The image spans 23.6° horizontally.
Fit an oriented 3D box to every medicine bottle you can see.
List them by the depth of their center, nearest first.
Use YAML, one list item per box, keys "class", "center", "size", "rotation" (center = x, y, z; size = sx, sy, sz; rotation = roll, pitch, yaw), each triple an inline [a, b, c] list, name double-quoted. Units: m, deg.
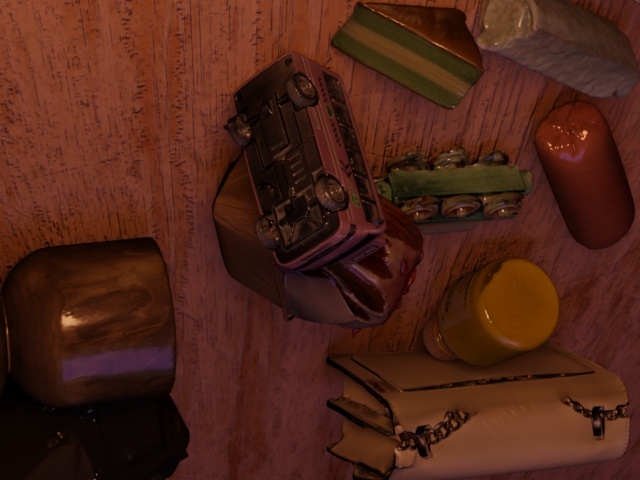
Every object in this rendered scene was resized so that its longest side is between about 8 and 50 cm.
- class: "medicine bottle"
  center: [0.206, 0.102, 1.974]
  size: [0.121, 0.122, 0.212]
  rotation: [-2, 165, -24]

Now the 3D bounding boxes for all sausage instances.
- class: "sausage"
  center: [0.302, -0.069, 1.734]
  size: [0.086, 0.086, 0.289]
  rotation: [-20, 151, 10]

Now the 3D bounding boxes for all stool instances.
- class: "stool"
  center: [-0.299, 0.095, 1.641]
  size: [0.264, 0.179, 0.179]
  rotation: [-5, 152, -17]

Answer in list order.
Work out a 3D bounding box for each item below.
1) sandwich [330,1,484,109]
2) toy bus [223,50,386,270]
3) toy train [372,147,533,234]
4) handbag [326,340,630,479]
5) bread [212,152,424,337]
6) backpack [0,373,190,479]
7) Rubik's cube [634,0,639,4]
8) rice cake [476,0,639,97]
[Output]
- class: "sandwich"
  center: [0.081, -0.172, 1.436]
  size: [0.116, 0.074, 0.074]
  rotation: [0, 149, -27]
- class: "toy bus"
  center: [-0.010, -0.069, 1.453]
  size: [0.096, 0.199, 0.108]
  rotation: [-31, 152, 31]
- class: "toy train"
  center: [0.137, -0.048, 1.706]
  size: [0.194, 0.081, 0.125]
  rotation: [-4, 161, -21]
- class: "handbag"
  center: [0.209, 0.239, 2.079]
  size: [0.358, 0.160, 0.236]
  rotation: [-3, -173, -22]
- class: "bread"
  center: [0.000, 0.000, 1.616]
  size: [0.211, 0.142, 0.224]
  rotation: [18, 155, 13]
- class: "backpack"
  center: [-0.388, 0.269, 1.777]
  size: [0.363, 0.255, 0.445]
  rotation: [-28, -179, 32]
- class: "Rubik's cube"
  center: [0.276, -0.294, 1.232]
  size: [0.233, 0.229, 0.228]
  rotation: [-43, -154, -22]
- class: "rice cake"
  center: [0.232, -0.194, 1.482]
  size: [0.206, 0.069, 0.063]
  rotation: [18, 141, -43]
